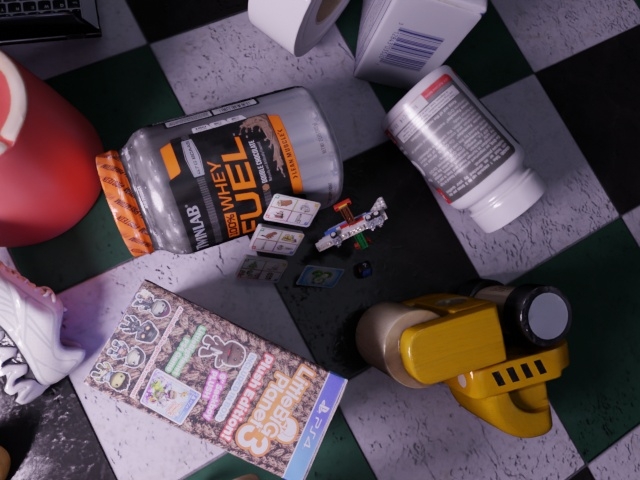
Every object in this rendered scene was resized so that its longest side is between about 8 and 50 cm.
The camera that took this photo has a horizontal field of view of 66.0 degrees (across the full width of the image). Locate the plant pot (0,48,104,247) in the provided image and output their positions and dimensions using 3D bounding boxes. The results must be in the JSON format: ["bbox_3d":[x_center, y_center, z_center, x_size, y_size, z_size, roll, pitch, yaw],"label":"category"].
[{"bbox_3d":[-0.478,-0.144,0.706,0.275,0.243,0.274,2,77,-10],"label":"plant pot"}]

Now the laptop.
[{"bbox_3d":[-0.559,-0.408,0.732,0.382,0.236,0.407,-11,76,-14],"label":"laptop"}]

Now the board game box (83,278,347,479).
[{"bbox_3d":[-0.142,0.195,0.706,0.291,0.232,0.141,28,74,-5],"label":"board game box"}]

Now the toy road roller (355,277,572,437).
[{"bbox_3d":[0.242,0.202,0.802,0.330,0.202,0.240,-10,91,-15],"label":"toy road roller"}]

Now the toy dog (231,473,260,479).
[{"bbox_3d":[-0.065,0.407,0.643,0.161,0.333,0.220,-13,72,-24],"label":"toy dog"}]

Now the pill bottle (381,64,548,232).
[{"bbox_3d":[0.259,-0.159,0.896,0.161,0.161,0.283,-41,88,-16],"label":"pill bottle"}]

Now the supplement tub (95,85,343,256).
[{"bbox_3d":[-0.152,-0.104,0.779,0.338,0.207,0.207,-20,83,-14],"label":"supplement tub"}]

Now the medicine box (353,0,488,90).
[{"bbox_3d":[0.177,-0.470,0.891,0.149,0.263,0.289,10,77,-9],"label":"medicine box"}]

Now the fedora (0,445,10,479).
[{"bbox_3d":[-0.531,0.315,0.659,0.194,0.194,0.079,-41,52,-16],"label":"fedora"}]

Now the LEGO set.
[{"bbox_3d":[0.000,0.000,0.817,0.245,0.182,0.060,9,40,-28],"label":"LEGO set"}]

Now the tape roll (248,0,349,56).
[{"bbox_3d":[-0.002,-0.466,0.845,0.100,0.286,0.286,37,74,-2],"label":"tape roll"}]

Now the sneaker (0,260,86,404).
[{"bbox_3d":[-0.447,0.088,0.709,0.118,0.110,0.292,-29,114,-24],"label":"sneaker"}]
